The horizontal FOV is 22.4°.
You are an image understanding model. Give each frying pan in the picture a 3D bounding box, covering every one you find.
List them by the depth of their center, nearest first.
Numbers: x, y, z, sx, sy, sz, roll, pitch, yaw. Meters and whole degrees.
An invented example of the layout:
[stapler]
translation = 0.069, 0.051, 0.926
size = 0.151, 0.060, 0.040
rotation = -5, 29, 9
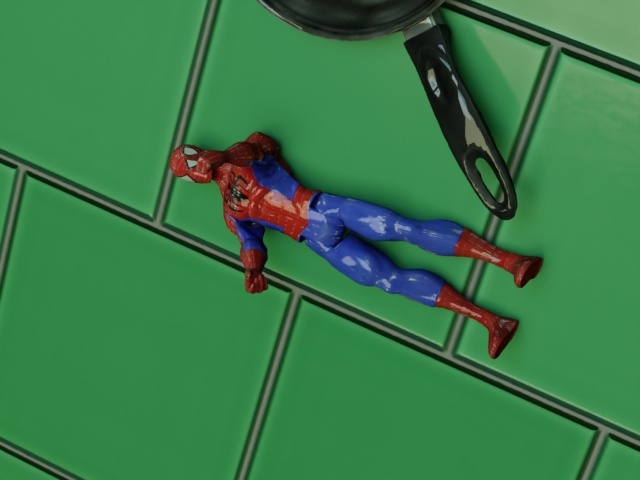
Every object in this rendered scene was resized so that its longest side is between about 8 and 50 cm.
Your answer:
[frying pan]
translation = 0.067, -0.191, 1.082
size = 0.326, 0.053, 0.197
rotation = 41, 118, 5

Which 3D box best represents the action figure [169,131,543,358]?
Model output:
[action figure]
translation = 0.000, 0.000, 1.129
size = 0.280, 0.139, 0.091
rotation = 25, 113, 18
